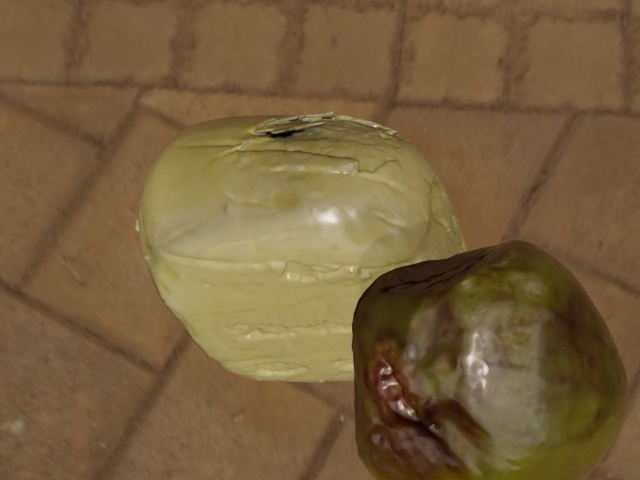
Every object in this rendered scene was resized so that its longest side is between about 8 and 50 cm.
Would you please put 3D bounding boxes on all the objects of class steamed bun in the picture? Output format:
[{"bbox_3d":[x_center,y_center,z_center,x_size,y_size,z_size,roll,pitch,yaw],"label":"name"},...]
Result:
[{"bbox_3d":[0.000,0.000,1.006,0.232,0.273,0.166,-8,57,17],"label":"steamed bun"}]

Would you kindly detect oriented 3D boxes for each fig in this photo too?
[{"bbox_3d":[0.096,0.078,0.723,0.166,0.144,0.154,25,91,-24],"label":"fig"}]
